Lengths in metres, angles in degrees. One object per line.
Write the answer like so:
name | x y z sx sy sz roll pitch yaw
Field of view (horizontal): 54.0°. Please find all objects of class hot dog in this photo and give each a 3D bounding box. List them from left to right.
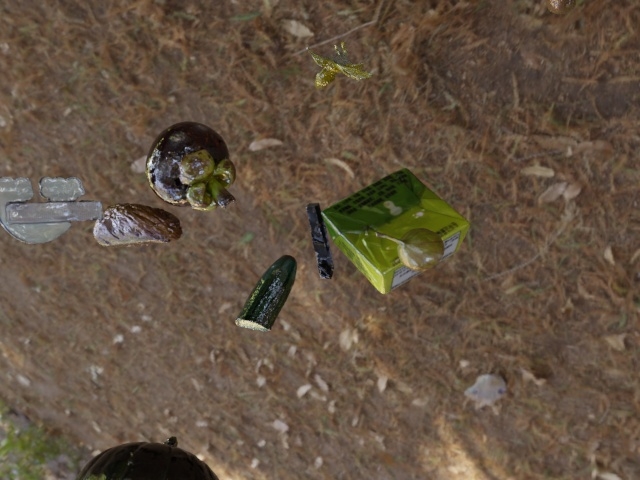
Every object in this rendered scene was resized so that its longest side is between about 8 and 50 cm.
hot dog | -0.435 -0.033 1.499 0.226 0.160 0.099 -1 83 26

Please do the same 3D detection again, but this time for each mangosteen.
mangosteen | -0.260 -0.147 1.339 0.217 0.192 0.192 33 130 22

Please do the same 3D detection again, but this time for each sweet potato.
sweet potato | 0.577 -0.591 1.529 0.068 0.226 0.068 1 93 33

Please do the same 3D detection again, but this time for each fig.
fig | 0.170 0.023 1.235 0.093 0.166 0.094 13 107 49

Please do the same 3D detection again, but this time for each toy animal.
toy animal | 0.033 -0.471 1.641 0.155 0.095 0.219 42 158 -22

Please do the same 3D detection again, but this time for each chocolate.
chocolate | 0.202 -0.025 1.719 0.289 0.300 0.137 47 158 38

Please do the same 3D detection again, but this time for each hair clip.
hair clip | -0.568 -0.064 1.299 0.054 0.220 0.140 12 103 58

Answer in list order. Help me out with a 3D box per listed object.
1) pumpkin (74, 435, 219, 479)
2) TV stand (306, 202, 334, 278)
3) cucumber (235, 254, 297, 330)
pumpkin | -0.258 0.405 0.963 0.249 0.216 0.250 7 137 6
TV stand | 0.000 0.000 1.797 0.036 0.042 0.249 1 125 19
cucumber | -0.149 0.139 1.783 0.115 0.244 0.063 14 155 32
